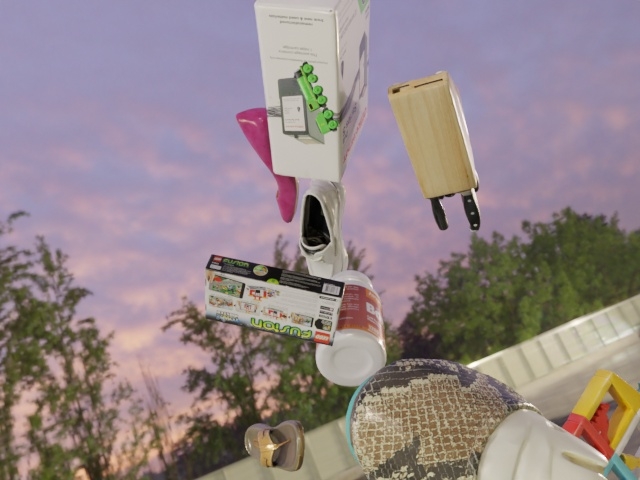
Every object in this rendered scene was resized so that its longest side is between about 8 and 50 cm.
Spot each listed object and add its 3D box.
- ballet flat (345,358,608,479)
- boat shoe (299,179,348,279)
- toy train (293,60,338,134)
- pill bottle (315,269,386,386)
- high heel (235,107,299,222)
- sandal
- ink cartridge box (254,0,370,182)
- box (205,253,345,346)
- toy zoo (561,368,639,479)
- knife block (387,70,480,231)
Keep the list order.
[{"bbox_3d":[0.229,0.262,0.652,0.182,0.164,0.483,4,-32,49],"label":"ballet flat"},{"bbox_3d":[0.000,0.000,1.298,0.088,0.096,0.267,-44,-31,-45],"label":"boat shoe"},{"bbox_3d":[-0.005,-0.156,0.726,0.023,0.083,0.017,-23,6,16],"label":"toy train"},{"bbox_3d":[0.054,0.150,1.189,0.121,0.121,0.216,-28,26,17],"label":"pill bottle"},{"bbox_3d":[-0.098,-0.137,1.249,0.117,0.082,0.244,0,-49,-3],"label":"high heel"},{"bbox_3d":[-0.077,0.305,0.972,0.049,0.072,0.180,1,-12,-33],"label":"sandal"},{"bbox_3d":[-0.001,-0.254,0.971,0.114,0.198,0.273,9,-45,13],"label":"ink cartridge box"},{"bbox_3d":[-0.073,0.092,1.000,0.207,0.036,0.114,12,-48,3],"label":"box"},{"bbox_3d":[0.456,0.345,1.053,0.293,0.192,0.030,-51,22,-18],"label":"toy zoo"},{"bbox_3d":[0.195,-0.122,1.035,0.088,0.242,0.275,-13,0,17],"label":"knife block"}]
